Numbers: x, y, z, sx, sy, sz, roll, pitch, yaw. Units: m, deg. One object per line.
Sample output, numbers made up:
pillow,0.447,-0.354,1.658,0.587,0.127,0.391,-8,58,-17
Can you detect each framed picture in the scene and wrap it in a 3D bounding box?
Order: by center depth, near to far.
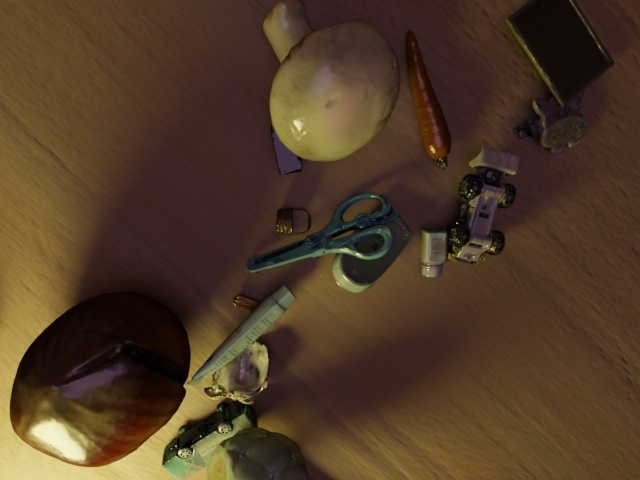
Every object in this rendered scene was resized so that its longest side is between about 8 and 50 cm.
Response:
framed picture,0.568,-0.467,1.310,0.184,0.016,0.250,-41,100,-11

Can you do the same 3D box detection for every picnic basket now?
picnic basket,-0.063,-0.045,1.345,0.083,0.072,0.072,-1,101,1

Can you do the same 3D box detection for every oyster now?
oyster,-0.210,0.339,1.415,0.191,0.081,0.163,-19,75,-3

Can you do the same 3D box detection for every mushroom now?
mushroom,0.031,-0.347,1.183,0.315,0.315,0.356,-5,101,-4

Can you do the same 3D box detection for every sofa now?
sofa,-0.080,-0.218,1.325,0.060,0.039,0.118,-11,103,-1

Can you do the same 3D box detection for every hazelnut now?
hazelnut,-0.484,0.312,1.249,0.409,0.359,0.359,-42,101,12

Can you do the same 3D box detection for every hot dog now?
hot dog,-0.181,0.161,1.402,0.083,0.021,0.037,27,108,-10

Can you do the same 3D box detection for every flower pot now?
flower pot,-0.157,0.569,1.316,0.195,0.246,0.246,12,101,-30

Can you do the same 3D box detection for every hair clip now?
hair clip,0.571,-0.288,1.355,0.187,0.056,0.146,-17,109,-4

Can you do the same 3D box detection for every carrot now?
carrot,0.249,-0.328,1.317,0.069,0.069,0.336,-18,99,-1

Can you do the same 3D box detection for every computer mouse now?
computer mouse,0.122,0.026,1.373,0.128,0.079,0.231,43,81,-3

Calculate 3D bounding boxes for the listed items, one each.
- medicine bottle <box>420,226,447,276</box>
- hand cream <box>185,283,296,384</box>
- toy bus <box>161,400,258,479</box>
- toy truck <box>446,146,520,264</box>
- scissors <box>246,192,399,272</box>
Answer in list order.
medicine bottle,0.280,0.028,1.383,0.055,0.074,0.117,-1,101,-5
hand cream,-0.191,0.241,1.364,0.058,0.085,0.331,43,86,12
toy bus,-0.283,0.509,1.434,0.262,0.091,0.109,-31,113,3
toy truck,0.385,-0.080,1.352,0.136,0.111,0.285,11,99,-17
scissors,0.000,0.000,1.341,0.393,0.180,0.032,-18,147,9
